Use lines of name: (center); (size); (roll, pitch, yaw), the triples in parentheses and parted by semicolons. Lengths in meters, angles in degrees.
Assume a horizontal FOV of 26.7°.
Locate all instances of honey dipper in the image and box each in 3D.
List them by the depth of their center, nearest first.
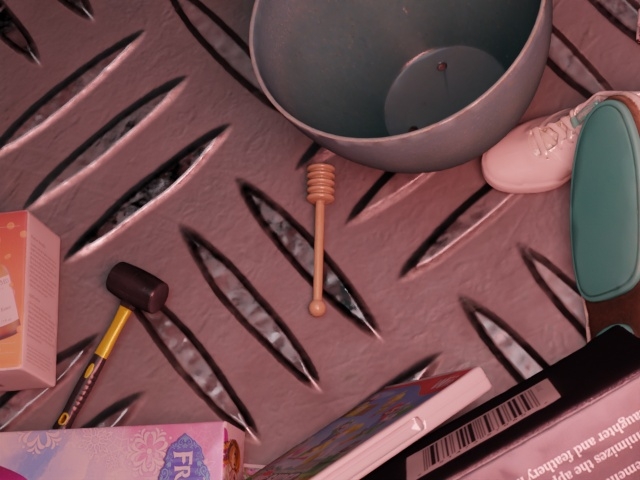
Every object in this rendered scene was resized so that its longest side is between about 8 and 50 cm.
honey dipper: (0.000, 0.000, 1.391); (0.030, 0.030, 0.161); (-3, 73, 11)

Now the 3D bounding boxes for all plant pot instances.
plant pot: (0.101, -0.180, 1.331); (0.290, 0.195, 0.290); (-10, 62, 18)

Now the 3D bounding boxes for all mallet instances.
mallet: (-0.217, 0.117, 1.395); (0.062, 0.039, 0.190); (17, 79, 21)

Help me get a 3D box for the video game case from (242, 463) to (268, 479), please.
video game case: (-0.081, 0.262, 1.324); (0.122, 0.011, 0.087); (2, 72, 14)

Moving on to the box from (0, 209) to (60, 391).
box: (-0.351, 0.067, 1.410); (0.130, 0.091, 0.170); (-6, 70, 10)

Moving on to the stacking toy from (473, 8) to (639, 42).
stacking toy: (0.275, -0.293, 1.426); (0.221, 0.052, 0.167); (2, 70, 15)

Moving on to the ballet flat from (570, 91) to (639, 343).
ballet flat: (0.311, 0.064, 1.251); (0.139, 0.139, 0.400); (-3, 77, 11)

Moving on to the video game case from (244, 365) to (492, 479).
video game case: (-0.005, 0.200, 1.183); (0.285, 0.204, 0.025); (-30, 91, -24)

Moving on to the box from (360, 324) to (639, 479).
box: (0.222, 0.313, 1.054); (0.293, 0.212, 0.395); (-30, 90, 4)

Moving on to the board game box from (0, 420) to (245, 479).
board game box: (-0.234, 0.340, 1.293); (0.318, 0.066, 0.319); (-5, 70, 14)

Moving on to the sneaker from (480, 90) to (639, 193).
sneaker: (0.259, -0.111, 1.337); (0.212, 0.094, 0.080); (-17, 70, 6)
